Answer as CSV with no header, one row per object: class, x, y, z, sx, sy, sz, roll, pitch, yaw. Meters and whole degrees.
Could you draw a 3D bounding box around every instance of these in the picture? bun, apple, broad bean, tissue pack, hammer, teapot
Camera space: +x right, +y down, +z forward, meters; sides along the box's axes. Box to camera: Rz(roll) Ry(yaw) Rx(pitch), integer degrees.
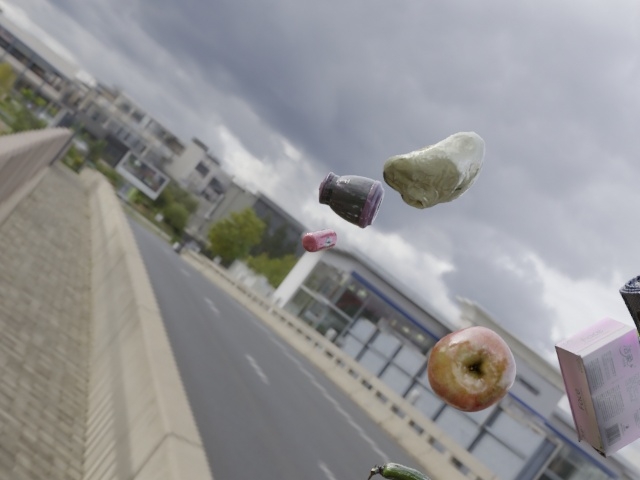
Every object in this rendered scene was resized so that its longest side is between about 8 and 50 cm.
bun,0.240,-0.140,1.947,0.231,0.231,0.133,180,-107,-84
apple,0.357,0.302,2.188,0.209,0.209,0.164,38,-6,0
broad bean,0.197,0.471,1.714,0.227,0.069,0.039,31,24,0
tissue pack,0.595,0.301,1.915,0.092,0.149,0.246,27,-42,65
hammer,0.000,0.000,1.738,0.043,0.043,0.083,36,24,25
teapot,0.071,-0.109,2.136,0.146,0.116,0.148,21,37,7

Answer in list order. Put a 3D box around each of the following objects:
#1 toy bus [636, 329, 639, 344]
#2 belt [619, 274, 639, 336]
toy bus,0.773,0.209,2.078,0.088,0.101,0.175,24,-16,2
belt,0.567,0.098,1.398,0.126,0.140,0.230,65,-26,0
